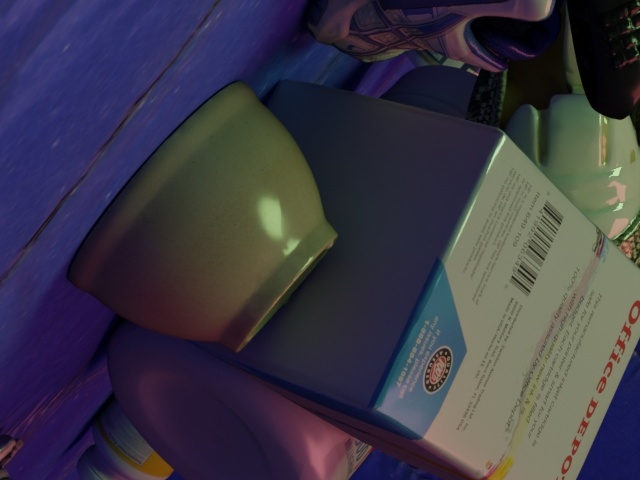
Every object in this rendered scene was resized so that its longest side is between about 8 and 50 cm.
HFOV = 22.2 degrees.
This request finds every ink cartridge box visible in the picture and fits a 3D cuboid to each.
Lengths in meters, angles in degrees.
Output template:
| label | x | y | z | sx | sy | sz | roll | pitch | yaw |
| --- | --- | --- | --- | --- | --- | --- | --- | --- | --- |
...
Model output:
| label | x | y | z | sx | sy | sz | roll | pitch | yaw |
| --- | --- | --- | --- | --- | --- | --- | --- | --- | --- |
| ink cartridge box | 0.073 | 0.047 | 1.148 | 0.270 | 0.197 | 0.198 | 37 | 75 | -49 |

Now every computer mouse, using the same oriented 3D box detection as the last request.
| label | x | y | z | sx | sy | sz | roll | pitch | yaw |
| --- | --- | --- | --- | --- | --- | --- | --- | --- | --- |
| computer mouse | 0.155 | -0.186 | 0.908 | 0.041 | 0.242 | 0.071 | -11 | -163 | 1 |

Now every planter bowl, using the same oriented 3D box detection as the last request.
| label | x | y | z | sx | sy | sz | roll | pitch | yaw |
| --- | --- | --- | --- | --- | --- | --- | --- | --- | --- |
| planter bowl | -0.060 | -0.001 | 0.993 | 0.162 | 0.109 | 0.162 | -48 | 177 | -4 |

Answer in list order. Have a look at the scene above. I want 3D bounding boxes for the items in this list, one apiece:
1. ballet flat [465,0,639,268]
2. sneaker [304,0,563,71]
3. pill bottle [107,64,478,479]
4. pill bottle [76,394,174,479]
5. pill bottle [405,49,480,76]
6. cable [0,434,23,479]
| label | x | y | z | sx | sy | sz | roll | pitch | yaw |
| --- | --- | --- | --- | --- | --- | --- | --- | --- | --- |
| ballet flat | 0.205 | -0.139 | 1.345 | 0.182 | 0.164 | 0.483 | 92 | 3 | -69 |
| sneaker | 0.074 | -0.141 | 0.974 | 0.112 | 0.131 | 0.296 | -51 | 179 | -4 |
| pill bottle | 0.022 | 0.031 | 1.430 | 0.407 | 0.229 | 0.229 | -47 | 177 | -31 |
| pill bottle | -0.181 | 0.197 | 1.761 | 0.184 | 0.103 | 0.103 | -50 | 177 | 17 |
| pill bottle | 0.172 | -0.228 | 1.656 | 0.169 | 0.094 | 0.094 | -50 | 177 | 14 |
| cable | -0.302 | 0.284 | 1.209 | 0.257 | 0.089 | 0.257 | -47 | 176 | -38 |
